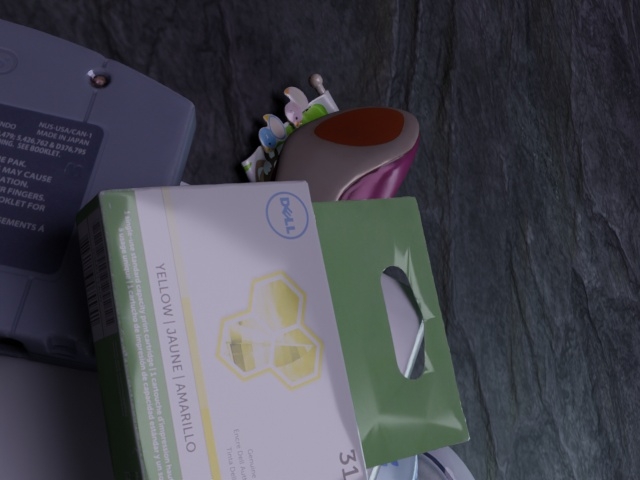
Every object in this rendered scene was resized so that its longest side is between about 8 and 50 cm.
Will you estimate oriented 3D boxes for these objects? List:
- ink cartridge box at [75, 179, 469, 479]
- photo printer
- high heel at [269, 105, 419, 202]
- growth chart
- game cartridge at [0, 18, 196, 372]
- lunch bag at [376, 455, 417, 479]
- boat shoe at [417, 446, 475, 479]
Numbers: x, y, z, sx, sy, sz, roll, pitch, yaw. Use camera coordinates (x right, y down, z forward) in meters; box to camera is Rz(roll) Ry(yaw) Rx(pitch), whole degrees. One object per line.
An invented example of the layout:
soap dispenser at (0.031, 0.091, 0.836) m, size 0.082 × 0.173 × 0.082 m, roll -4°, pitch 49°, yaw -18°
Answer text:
ink cartridge box at (-0.005, 0.053, 0.474) m, size 0.235 × 0.056 × 0.171 m, roll -6°, pitch 80°, yaw -32°
photo printer at (-0.091, 0.127, 0.528) m, size 0.256 × 0.107 × 0.307 m, roll 25°, pitch 63°, yaw -3°
high heel at (0.000, 0.000, 0.859) m, size 0.377 × 0.127 × 0.181 m, roll -45°, pitch 144°, yaw -45°
growth chart at (-0.019, -0.054, 0.908) m, size 0.172 × 0.021 × 0.237 m, roll 51°, pitch 51°, yaw -28°
game cartridge at (-0.230, -0.045, 0.491) m, size 0.294 × 0.060 × 0.196 m, roll 13°, pitch 67°, yaw -4°
lunch bag at (-0.017, 0.217, 0.684) m, size 0.090 × 0.219 × 0.176 m, roll 23°, pitch 63°, yaw -24°
boat shoe at (0.093, 0.391, 0.868) m, size 0.156 × 0.136 × 0.367 m, roll -16°, pitch 102°, yaw -49°
